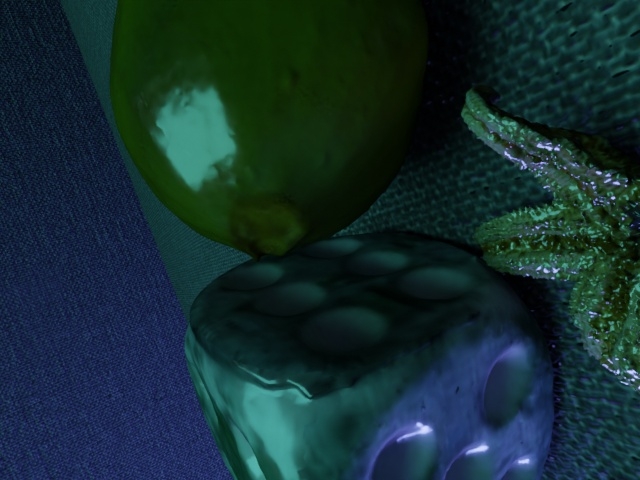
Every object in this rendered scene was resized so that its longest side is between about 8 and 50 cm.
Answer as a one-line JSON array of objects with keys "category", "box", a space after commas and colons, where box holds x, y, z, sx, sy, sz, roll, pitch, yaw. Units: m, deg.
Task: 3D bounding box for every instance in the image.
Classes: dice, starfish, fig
[{"category": "dice", "box": [0.045, 0.187, 0.524, 0.328, 0.330, 0.348, 18, 127, 55]}, {"category": "starfish", "box": [0.240, -0.020, 0.311, 0.312, 0.113, 0.303, 44, 146, 20]}, {"category": "fig", "box": [-0.046, -0.149, 0.433, 0.343, 0.343, 0.343, 37, 138, 43]}]
